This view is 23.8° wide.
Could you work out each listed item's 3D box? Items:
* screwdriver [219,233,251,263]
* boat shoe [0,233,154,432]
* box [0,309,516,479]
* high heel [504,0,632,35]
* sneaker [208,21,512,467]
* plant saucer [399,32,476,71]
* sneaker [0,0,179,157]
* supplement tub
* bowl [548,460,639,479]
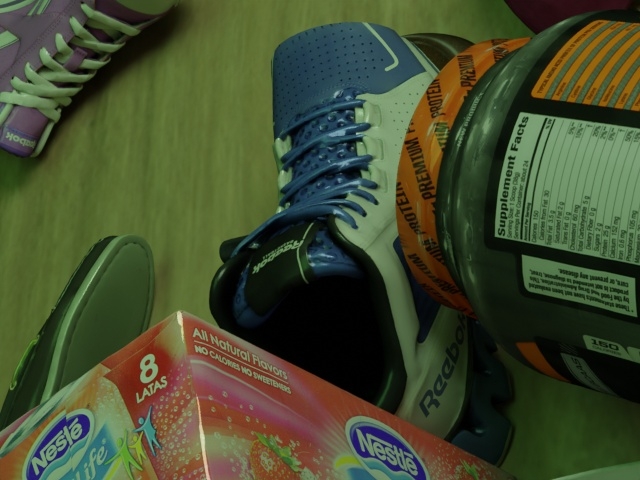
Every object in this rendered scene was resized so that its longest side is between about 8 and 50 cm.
[{"bbox_3d":[0.000,0.000,1.088,0.169,0.025,0.024,-6,62,29],"label":"screwdriver"},{"bbox_3d":[-0.194,0.098,1.149,0.068,0.081,0.228,11,77,39],"label":"boat shoe"},{"bbox_3d":[-0.011,0.175,0.794,0.142,0.300,0.154,-34,48,24],"label":"box"},{"bbox_3d":[0.251,-0.293,1.010,0.377,0.181,0.127,-38,17,-4],"label":"high heel"},{"bbox_3d":[0.019,-0.007,0.920,0.127,0.182,0.316,-21,66,24],"label":"sneaker"},{"bbox_3d":[0.050,-0.080,1.066,0.168,0.029,0.168,-17,56,27],"label":"plant saucer"},{"bbox_3d":[-0.217,-0.152,1.303,0.282,0.102,0.161,-16,60,46],"label":"sneaker"},{"bbox_3d":[0.214,-0.008,0.769,0.338,0.207,0.207,15,77,44],"label":"supplement tub"},{"bbox_3d":[0.160,0.191,0.783,0.142,0.053,0.142,-11,53,-7],"label":"bowl"}]
